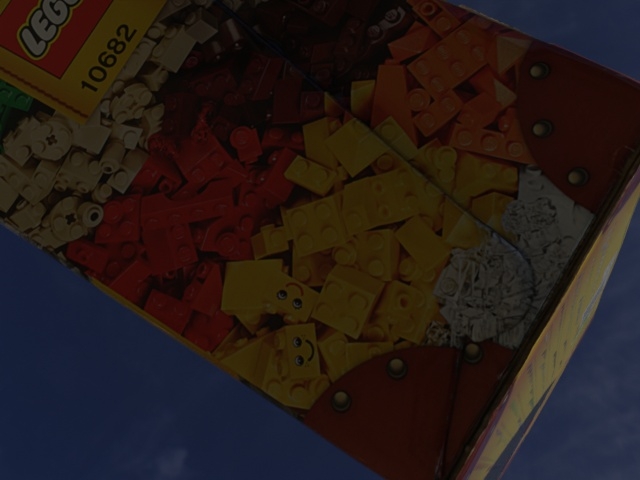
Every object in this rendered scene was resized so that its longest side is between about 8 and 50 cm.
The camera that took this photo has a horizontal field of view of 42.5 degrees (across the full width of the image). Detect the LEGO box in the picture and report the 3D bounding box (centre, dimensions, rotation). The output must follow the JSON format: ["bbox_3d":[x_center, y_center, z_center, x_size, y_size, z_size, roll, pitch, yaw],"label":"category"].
[{"bbox_3d":[0.000,0.000,0.599,0.372,0.500,0.193,29,-96,21],"label":"LEGO box"}]
